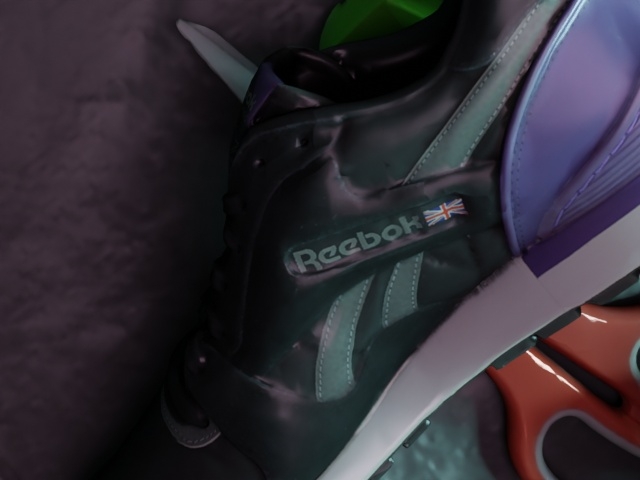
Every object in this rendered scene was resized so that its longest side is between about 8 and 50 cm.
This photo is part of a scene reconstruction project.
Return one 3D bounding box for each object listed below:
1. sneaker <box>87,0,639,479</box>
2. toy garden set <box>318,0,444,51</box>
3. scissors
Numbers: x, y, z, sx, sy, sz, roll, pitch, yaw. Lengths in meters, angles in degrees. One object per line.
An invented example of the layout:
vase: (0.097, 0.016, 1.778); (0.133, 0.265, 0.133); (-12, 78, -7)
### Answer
sneaker: (0.000, 0.000, 0.657); (0.283, 0.107, 0.124); (-41, 110, 15)
toy garden set: (0.149, -0.101, 0.657); (0.203, 0.049, 0.244); (23, 141, -24)
scissors: (0.051, 0.027, 0.741); (0.297, 0.021, 0.109); (27, 97, -23)
